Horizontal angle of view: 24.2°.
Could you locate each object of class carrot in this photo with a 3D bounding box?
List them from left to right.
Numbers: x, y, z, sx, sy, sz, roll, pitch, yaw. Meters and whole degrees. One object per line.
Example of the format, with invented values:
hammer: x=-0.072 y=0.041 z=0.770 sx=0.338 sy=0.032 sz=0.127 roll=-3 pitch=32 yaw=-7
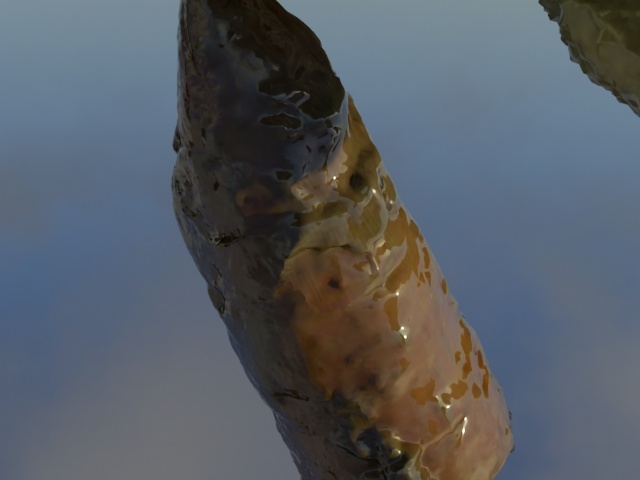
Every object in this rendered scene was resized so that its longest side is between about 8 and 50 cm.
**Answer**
carrot: x=0.000 y=0.000 z=0.565 sx=0.102 sy=0.263 sz=0.102 roll=-13 pitch=-141 yaw=11

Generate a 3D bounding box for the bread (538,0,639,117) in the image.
bread: x=0.192 y=-0.029 z=0.365 sx=0.251 sy=0.133 sz=0.174 roll=-13 pitch=153 yaw=29
